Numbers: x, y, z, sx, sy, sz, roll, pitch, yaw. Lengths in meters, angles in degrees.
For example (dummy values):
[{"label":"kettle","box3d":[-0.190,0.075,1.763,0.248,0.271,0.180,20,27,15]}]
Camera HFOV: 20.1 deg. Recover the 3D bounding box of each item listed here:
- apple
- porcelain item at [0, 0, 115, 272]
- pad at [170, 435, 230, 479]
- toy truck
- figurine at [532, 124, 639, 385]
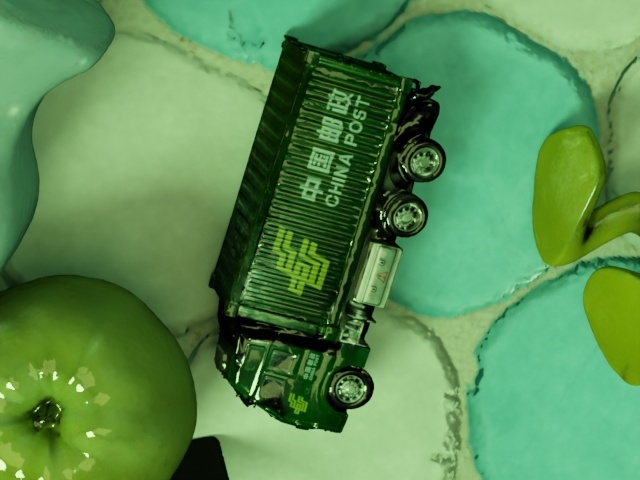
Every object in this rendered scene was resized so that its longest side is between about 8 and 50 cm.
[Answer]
[{"label":"apple","box3d":[-0.176,0.112,1.215,0.200,0.200,0.200,-3,105,-11]},{"label":"porcelain item","box3d":[-0.307,-0.020,1.114,0.242,0.178,0.405,42,109,14]},{"label":"pad","box3d":[-0.185,0.215,1.257,0.265,0.160,0.009,-9,132,-10]},{"label":"toy truck","box3d":[0.000,0.000,1.271,0.121,0.088,0.259,14,100,-17]},{"label":"figurine","box3d":[0.368,-0.015,1.296,0.338,0.283,0.205,4,63,-31]}]
